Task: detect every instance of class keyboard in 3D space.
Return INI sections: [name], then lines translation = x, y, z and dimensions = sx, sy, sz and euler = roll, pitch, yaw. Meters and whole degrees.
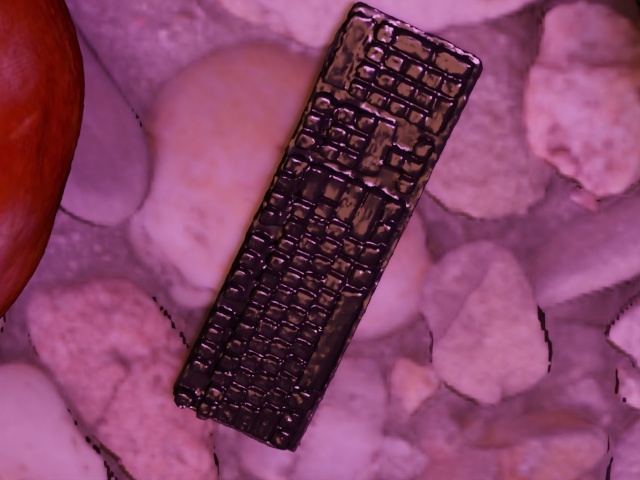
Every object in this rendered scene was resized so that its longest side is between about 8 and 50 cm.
[keyboard]
translation = 0.000, 0.000, 0.820
dimensions = 0.072, 0.023, 0.231
euler = 26, 110, 1

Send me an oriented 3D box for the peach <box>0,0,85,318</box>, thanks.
[peach]
translation = -0.319, -0.067, 0.723
dimensions = 0.406, 0.310, 0.335
euler = 26, 107, 4
